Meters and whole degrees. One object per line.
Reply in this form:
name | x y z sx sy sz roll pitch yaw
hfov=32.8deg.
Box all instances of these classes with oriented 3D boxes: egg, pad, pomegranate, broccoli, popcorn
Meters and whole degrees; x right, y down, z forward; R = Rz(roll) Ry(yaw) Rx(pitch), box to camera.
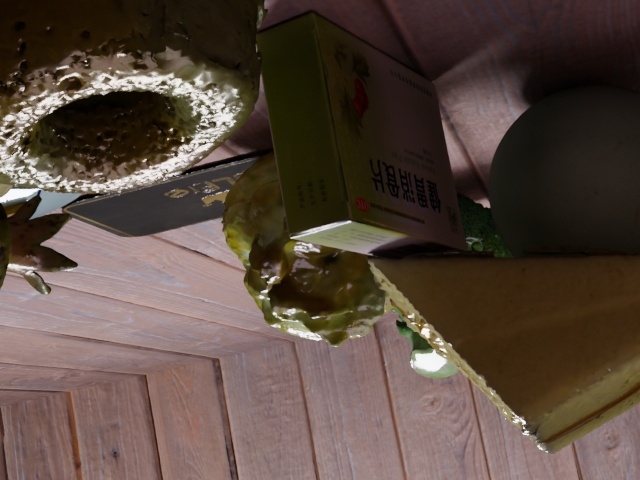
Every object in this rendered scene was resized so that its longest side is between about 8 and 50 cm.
egg | 0.316 -0.052 1.213 0.230 0.229 0.371 -16 169 25
pad | -0.108 -0.040 1.290 0.376 0.063 0.315 -14 168 11
pomegranate | -0.326 0.014 1.000 0.220 0.156 0.156 7 160 -33
broccoli | 0.164 0.063 1.551 0.270 0.270 0.270 5 147 3
popcorn | 0.000 0.000 1.176 0.204 0.221 0.183 -38 -156 -1

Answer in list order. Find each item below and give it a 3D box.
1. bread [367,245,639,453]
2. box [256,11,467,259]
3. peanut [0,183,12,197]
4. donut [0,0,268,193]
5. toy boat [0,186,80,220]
bread | 0.282 0.056 1.110 0.405 0.242 0.345 -33 161 -9
box | 0.044 -0.079 0.964 0.062 0.175 0.260 -15 167 25
peanut | -0.350 -0.059 0.880 0.214 0.098 0.090 -8 -176 -16
donut | -0.163 -0.113 0.793 0.272 0.107 0.272 -12 167 -3
toy boat | -0.333 -0.042 1.139 0.291 0.067 0.220 -23 165 -4
